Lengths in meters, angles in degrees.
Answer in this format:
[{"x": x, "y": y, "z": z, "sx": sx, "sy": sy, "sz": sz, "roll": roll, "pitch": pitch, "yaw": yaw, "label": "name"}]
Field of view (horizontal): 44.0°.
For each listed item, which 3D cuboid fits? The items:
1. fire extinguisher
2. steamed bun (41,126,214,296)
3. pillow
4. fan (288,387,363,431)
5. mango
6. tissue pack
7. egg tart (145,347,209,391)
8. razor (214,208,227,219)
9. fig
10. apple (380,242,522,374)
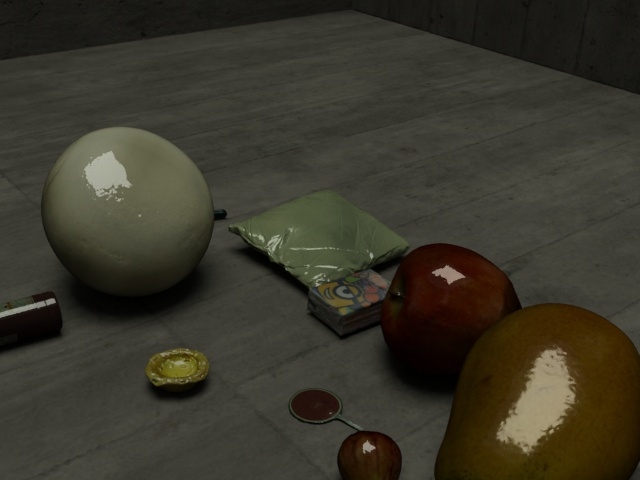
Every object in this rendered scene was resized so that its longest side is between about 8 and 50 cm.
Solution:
[{"x": -0.562, "y": 0.148, "z": 1.338, "sx": 0.231, "sy": 0.071, "sz": 0.099, "roll": -15, "pitch": 5, "yaw": -27, "label": "fire extinguisher"}, {"x": -0.347, "y": -0.060, "z": 1.460, "sx": 0.324, "sy": 0.206, "sz": 0.324, "roll": 17, "pitch": 54, "yaw": -24, "label": "steamed bun"}, {"x": 0.000, "y": -0.001, "z": 1.644, "sx": 0.274, "sy": 0.076, "sz": 0.280, "roll": -25, "pitch": 44, "yaw": -37, "label": "pillow"}, {"x": 0.012, "y": 0.264, "z": 1.222, "sx": 0.133, "sy": 0.005, "sz": 0.085, "roll": 21, "pitch": 33, "yaw": 32, "label": "fan"}, {"x": 0.300, "y": 0.241, "z": 1.077, "sx": 0.263, "sy": 0.221, "sz": 0.378, "roll": 25, "pitch": 45, "yaw": 27, "label": "mango"}, {"x": 0.065, "y": 0.112, "z": 1.451, "sx": 0.148, "sy": 0.060, "sz": 0.108, "roll": -16, "pitch": 34, "yaw": -33, "label": "tissue pack"}, {"x": -0.228, "y": 0.211, "z": 1.266, "sx": 0.105, "sy": 0.039, "sz": 0.105, "roll": 2, "pitch": 29, "yaw": -1, "label": "egg tart"}, {"x": -0.295, "y": -0.046, "z": 1.745, "sx": 0.190, "sy": 0.033, "sz": 0.066, "roll": -13, "pitch": 32, "yaw": -27, "label": "razor"}, {"x": 0.069, "y": 0.321, "z": 1.060, "sx": 0.088, "sy": 0.089, "sz": 0.125, "roll": -2, "pitch": 49, "yaw": -7, "label": "fig"}, {"x": 0.217, "y": 0.118, "z": 1.301, "sx": 0.229, "sy": 0.230, "sz": 0.230, "roll": 2, "pitch": 28, "yaw": -1, "label": "apple"}]
